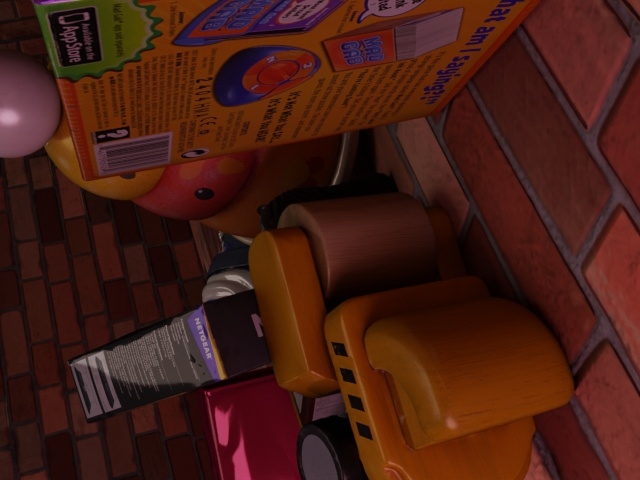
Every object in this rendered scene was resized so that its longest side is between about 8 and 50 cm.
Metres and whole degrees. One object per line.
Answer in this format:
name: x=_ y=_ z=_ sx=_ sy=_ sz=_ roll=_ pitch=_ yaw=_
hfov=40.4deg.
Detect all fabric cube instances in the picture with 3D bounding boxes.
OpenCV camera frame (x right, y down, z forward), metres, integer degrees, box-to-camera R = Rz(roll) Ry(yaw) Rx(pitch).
fabric cube: x=-0.069 y=0.356 z=1.535 sx=0.259 sy=0.254 sz=0.258 roll=150 pitch=109 yaw=-77

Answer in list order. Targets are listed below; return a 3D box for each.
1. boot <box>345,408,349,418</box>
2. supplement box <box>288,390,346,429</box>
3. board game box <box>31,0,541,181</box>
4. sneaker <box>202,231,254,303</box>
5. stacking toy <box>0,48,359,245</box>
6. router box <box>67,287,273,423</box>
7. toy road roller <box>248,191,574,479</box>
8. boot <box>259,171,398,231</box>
boot: x=0.083 y=0.234 z=1.209 sx=0.198 sy=0.077 sz=0.137 roll=-65 pitch=-13 yaw=18
supplement box: x=0.014 y=0.150 z=1.274 sx=0.194 sy=0.129 sz=0.191 roll=98 pitch=156 yaw=-55
board game box: x=-0.059 y=-0.291 z=0.690 sx=0.356 sy=0.356 sz=0.356 roll=132 pitch=125 yaw=-74
sneaker: x=-0.146 y=0.024 z=1.455 sx=0.323 sy=0.236 sz=0.130 roll=30 pitch=164 yaw=50
stacking toy: x=-0.221 y=-0.147 z=1.065 sx=0.351 sy=0.480 sz=0.350 roll=7 pitch=100 yaw=46
router box: x=-0.092 y=0.109 z=1.009 sx=0.243 sy=0.309 sz=0.081 roll=-24 pitch=83 yaw=39
toy road roller: x=0.089 y=0.089 z=0.806 sx=0.240 sy=0.203 sz=0.329 roll=-42 pitch=60 yaw=58
boot: x=0.000 y=0.002 z=1.106 sx=0.208 sy=0.190 sz=0.076 roll=121 pitch=133 yaw=-63
